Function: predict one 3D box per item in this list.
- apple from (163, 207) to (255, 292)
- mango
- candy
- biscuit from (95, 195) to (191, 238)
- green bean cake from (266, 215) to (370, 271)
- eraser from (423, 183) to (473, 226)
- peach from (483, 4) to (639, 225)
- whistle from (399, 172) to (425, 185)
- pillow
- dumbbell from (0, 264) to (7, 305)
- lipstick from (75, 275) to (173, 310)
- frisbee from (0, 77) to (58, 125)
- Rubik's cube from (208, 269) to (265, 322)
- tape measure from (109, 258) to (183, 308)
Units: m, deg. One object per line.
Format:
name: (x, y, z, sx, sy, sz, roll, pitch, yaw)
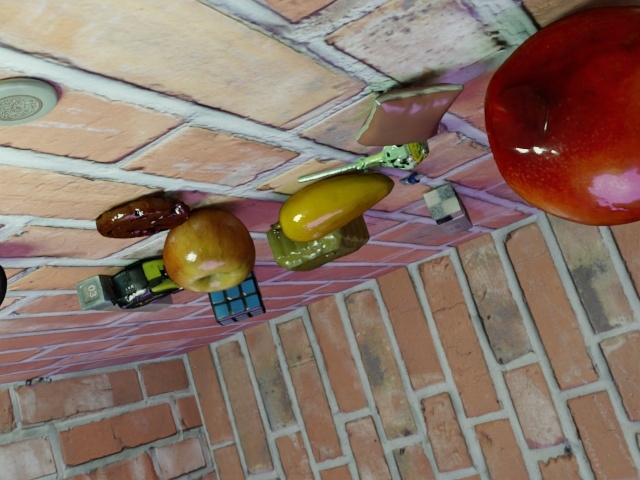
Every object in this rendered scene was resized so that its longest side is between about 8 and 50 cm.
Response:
apple: (-0.256, 0.018, 1.625, 0.211, 0.173, 0.235, -11, 158, -13)
mango: (0.030, -0.086, 1.692, 0.317, 0.119, 0.176, -22, 161, -2)
candy: (0.085, -0.169, 1.538, 0.306, 0.083, 0.091, -14, 172, 20)
biscuit: (-0.363, -0.047, 1.461, 0.192, 0.049, 0.192, -11, 167, -2)
green bean cake: (0.000, 0.000, 2.018, 0.236, 0.124, 0.233, -24, 167, 26)
eraser: (0.414, -0.092, 2.272, 0.096, 0.098, 0.404, -22, 168, 13)
peach: (0.461, -0.211, 1.195, 0.389, 0.388, 0.388, -17, 168, -4)
whistle: (0.243, -0.162, 1.872, 0.033, 0.029, 0.083, 10, 161, -34)
pillow: (0.157, -0.234, 1.297, 0.172, 0.075, 0.179, -10, 164, -11)
dumbbell: (-0.687, 0.077, 1.306, 0.143, 0.143, 0.325, -18, 168, 3)
lipstick: (-0.551, 0.158, 2.037, 0.076, 0.079, 0.371, -22, 168, 13)
frisbee: (-0.392, -0.174, 0.908, 0.110, 0.014, 0.110, -17, 168, -4)
Rubik's cube: (-0.279, 0.179, 2.335, 0.161, 0.162, 0.163, -16, 169, -4)
tape measure: (-0.459, 0.108, 1.876, 0.199, 0.112, 0.186, -25, 174, 8)
